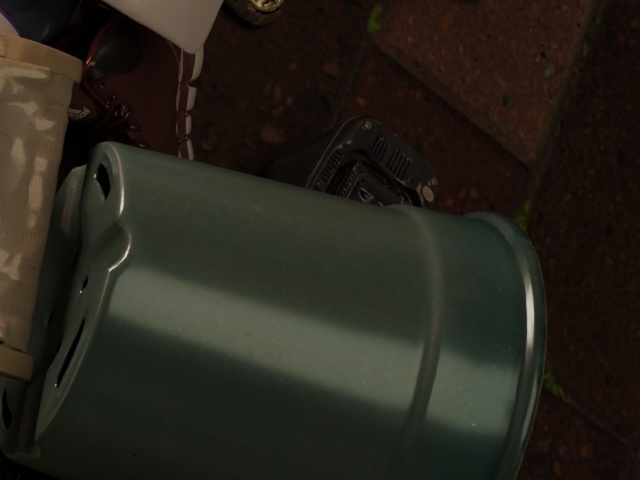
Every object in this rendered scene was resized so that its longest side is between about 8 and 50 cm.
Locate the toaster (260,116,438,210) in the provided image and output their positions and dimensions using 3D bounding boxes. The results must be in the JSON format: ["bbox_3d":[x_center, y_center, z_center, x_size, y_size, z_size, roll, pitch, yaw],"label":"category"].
[{"bbox_3d":[0.000,0.000,1.846,0.129,0.146,0.227,38,61,-24],"label":"toaster"}]

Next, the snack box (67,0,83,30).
[{"bbox_3d":[-0.158,-0.232,1.832,0.100,0.037,0.141,31,74,-29],"label":"snack box"}]

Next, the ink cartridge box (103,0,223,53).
[{"bbox_3d":[-0.135,-0.350,1.676,0.207,0.119,0.353,31,75,-31],"label":"ink cartridge box"}]

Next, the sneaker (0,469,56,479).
[{"bbox_3d":[-0.255,0.307,1.650,0.090,0.081,0.232,7,83,-10],"label":"sneaker"}]

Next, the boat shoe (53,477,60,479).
[{"bbox_3d":[-0.151,0.207,1.730,0.123,0.123,0.342,-4,74,-63],"label":"boat shoe"}]

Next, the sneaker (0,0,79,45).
[{"bbox_3d":[-0.345,-0.283,1.683,0.323,0.130,0.236,37,43,-11],"label":"sneaker"}]

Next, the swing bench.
[{"bbox_3d":[-0.326,-0.020,1.542,0.165,0.254,0.253,18,71,-32],"label":"swing bench"}]

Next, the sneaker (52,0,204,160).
[{"bbox_3d":[-0.184,-0.080,1.720,0.162,0.106,0.281,4,83,-55],"label":"sneaker"}]

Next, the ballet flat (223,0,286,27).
[{"bbox_3d":[-0.086,-0.326,1.902,0.084,0.058,0.250,-19,92,-36],"label":"ballet flat"}]

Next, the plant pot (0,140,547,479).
[{"bbox_3d":[-0.056,0.093,1.550,0.334,0.341,0.341,18,70,-21],"label":"plant pot"}]
